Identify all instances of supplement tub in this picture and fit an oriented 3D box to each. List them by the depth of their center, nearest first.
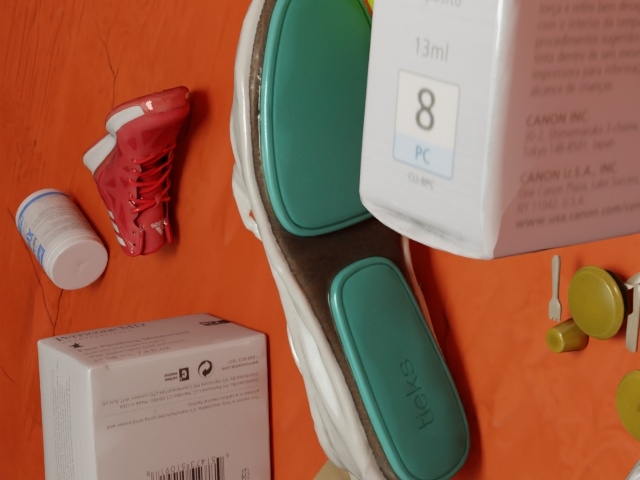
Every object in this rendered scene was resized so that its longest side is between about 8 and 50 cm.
[{"bbox_3d":[-0.288,-0.003,1.529,0.107,0.071,0.071,49,134,41],"label":"supplement tub"}]

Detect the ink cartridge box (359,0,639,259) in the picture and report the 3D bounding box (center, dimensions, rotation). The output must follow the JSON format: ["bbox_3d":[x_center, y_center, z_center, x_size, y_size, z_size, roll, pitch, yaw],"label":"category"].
[{"bbox_3d":[0.172,-0.200,0.570,0.091,0.308,0.384,24,117,51],"label":"ink cartridge box"}]

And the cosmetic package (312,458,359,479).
[{"bbox_3d":[0.025,0.209,1.125,0.060,0.041,0.115,61,141,28],"label":"cosmetic package"}]

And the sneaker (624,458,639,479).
[{"bbox_3d":[0.208,0.212,0.812,0.115,0.090,0.232,39,139,24],"label":"sneaker"}]

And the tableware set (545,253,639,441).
[{"bbox_3d":[0.199,0.072,0.852,0.154,0.024,0.104,24,120,51],"label":"tableware set"}]

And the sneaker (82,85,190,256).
[{"bbox_3d":[-0.157,-0.061,1.327,0.128,0.087,0.221,68,158,5],"label":"sneaker"}]

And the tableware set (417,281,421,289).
[{"bbox_3d":[0.024,0.007,1.102,0.169,0.020,0.141,10,110,52],"label":"tableware set"}]

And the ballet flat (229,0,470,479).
[{"bbox_3d":[0.000,0.000,1.014,0.139,0.139,0.400,-7,99,57],"label":"ballet flat"}]

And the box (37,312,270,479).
[{"bbox_3d":[-0.150,0.173,1.256,0.119,0.181,0.181,13,107,55],"label":"box"}]

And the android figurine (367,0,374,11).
[{"bbox_3d":[0.093,-0.247,0.914,0.248,0.056,0.272,-49,58,49],"label":"android figurine"}]
